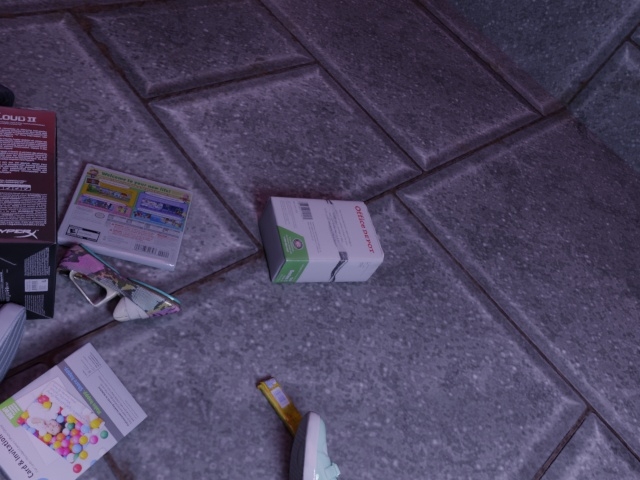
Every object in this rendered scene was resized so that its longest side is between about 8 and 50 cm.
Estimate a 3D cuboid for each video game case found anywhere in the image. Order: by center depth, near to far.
[{"bbox_3d":[-0.364,-0.046,1.100,0.212,0.023,0.194,15,49,-14],"label":"video game case"}]

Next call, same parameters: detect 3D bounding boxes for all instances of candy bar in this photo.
[{"bbox_3d":[-0.051,0.299,0.979,0.040,0.018,0.161,-23,66,-41],"label":"candy bar"}]

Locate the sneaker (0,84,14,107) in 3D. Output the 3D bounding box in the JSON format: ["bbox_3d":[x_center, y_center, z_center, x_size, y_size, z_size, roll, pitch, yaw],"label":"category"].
[{"bbox_3d":[-0.698,-0.215,1.009,0.131,0.112,0.319,38,46,2],"label":"sneaker"}]

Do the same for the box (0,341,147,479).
[{"bbox_3d":[-0.365,0.258,0.819,0.145,0.038,0.186,53,49,-2],"label":"box"}]

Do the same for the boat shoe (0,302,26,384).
[{"bbox_3d":[-0.505,0.204,0.772,0.094,0.109,0.302,21,50,-7],"label":"boat shoe"}]

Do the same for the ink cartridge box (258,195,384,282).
[{"bbox_3d":[0.000,0.000,1.194,0.219,0.093,0.160,2,54,-25],"label":"ink cartridge box"}]

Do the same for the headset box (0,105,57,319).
[{"bbox_3d":[-0.477,-0.052,0.914,0.110,0.218,0.293,1,55,-26],"label":"headset box"}]

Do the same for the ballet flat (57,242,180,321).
[{"bbox_3d":[-0.346,0.087,0.976,0.221,0.077,0.079,29,65,4],"label":"ballet flat"}]

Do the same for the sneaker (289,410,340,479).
[{"bbox_3d":[0.035,0.395,0.890,0.151,0.094,0.256,5,62,-16],"label":"sneaker"}]
